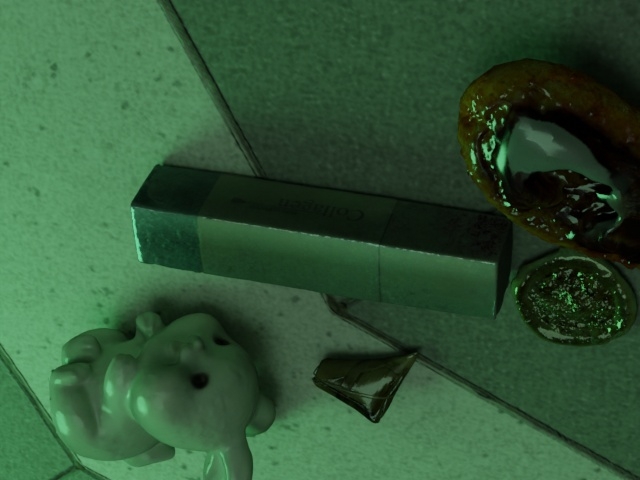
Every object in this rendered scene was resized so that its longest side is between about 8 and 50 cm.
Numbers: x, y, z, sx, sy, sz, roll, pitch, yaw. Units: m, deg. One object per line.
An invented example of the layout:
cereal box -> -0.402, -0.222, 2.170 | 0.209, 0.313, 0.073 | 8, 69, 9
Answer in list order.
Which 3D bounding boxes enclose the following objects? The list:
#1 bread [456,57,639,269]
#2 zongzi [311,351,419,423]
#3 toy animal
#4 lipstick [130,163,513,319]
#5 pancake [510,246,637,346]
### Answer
bread -> 0.222, -0.050, 1.236 | 0.269, 0.095, 0.139 | 22, 135, -15
zongzi -> 0.039, 0.114, 1.468 | 0.076, 0.040, 0.083 | 30, 120, 5
toy animal -> -0.144, 0.155, 1.510 | 0.193, 0.127, 0.178 | 2, 129, 19
lipstick -> 0.000, 0.000, 1.370 | 0.317, 0.066, 0.068 | 9, 129, 15
pancake -> 0.211, 0.050, 1.360 | 0.108, 0.017, 0.108 | 10, 126, 15
